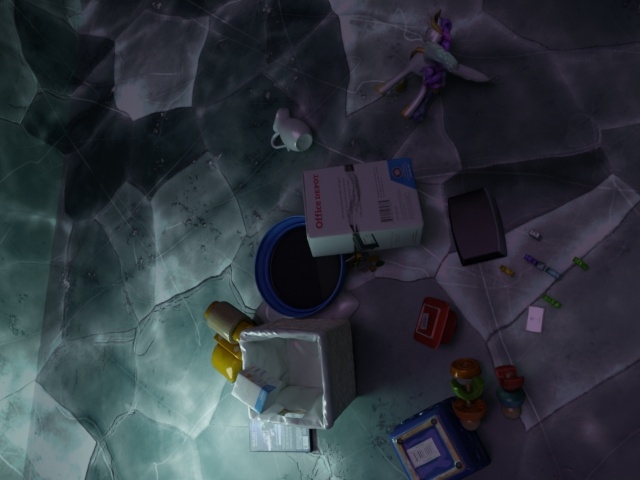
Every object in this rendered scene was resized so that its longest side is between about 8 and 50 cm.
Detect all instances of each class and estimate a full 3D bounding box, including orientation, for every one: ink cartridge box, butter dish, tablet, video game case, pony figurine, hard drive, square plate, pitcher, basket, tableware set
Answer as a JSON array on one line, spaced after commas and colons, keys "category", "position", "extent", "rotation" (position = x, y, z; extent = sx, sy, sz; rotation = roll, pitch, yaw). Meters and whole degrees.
[{"category": "ink cartridge box", "position": [0.144, -0.117, 1.816], "extent": [0.394, 0.166, 0.286], "rotation": [-6, 62, 2]}, {"category": "butter dish", "position": [0.409, 0.285, 1.724], "extent": [0.160, 0.118, 0.160], "rotation": [9, 82, 69]}, {"category": "ink cartridge box", "position": [-0.217, 0.482, 1.678], "extent": [0.143, 0.092, 0.090], "rotation": [28, 109, 21]}, {"category": "tablet", "position": [0.691, 0.254, 1.640], "extent": [0.054, 0.006, 0.084], "rotation": [7, 81, 29]}, {"category": "video game case", "position": [-0.158, 0.713, 1.968], "extent": [0.274, 0.026, 0.196], "rotation": [-11, 74, 26]}, {"category": "pony figurine", "position": [0.409, -0.624, 1.864], "extent": [0.364, 0.302, 0.351], "rotation": [-54, 51, 24]}, {"category": "hard drive", "position": [0.537, -0.052, 1.763], "extent": [0.171, 0.054, 0.255], "rotation": [-15, 72, 24]}, {"category": "square plate", "position": [-0.071, 0.267, 2.010], "extent": [0.347, 0.049, 0.344], "rotation": [41, 99, 28]}, {"category": "pitcher", "position": [-0.132, -0.445, 2.175], "extent": [0.207, 0.125, 0.178], "rotation": [48, 122, 38]}, {"category": "basket", "position": [-0.070, 0.446, 1.801], "extent": [0.328, 0.266, 0.332], "rotation": [-4, 95, 27]}, {"category": "tableware set", "position": [0.168, 0.083, 1.869], "extent": [0.104, 0.154, 0.024], "rotation": [-33, 54, 20]}]

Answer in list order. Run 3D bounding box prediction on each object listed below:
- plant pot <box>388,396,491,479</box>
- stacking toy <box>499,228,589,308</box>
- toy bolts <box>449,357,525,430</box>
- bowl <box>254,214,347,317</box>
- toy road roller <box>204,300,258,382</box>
[{"category": "plant pot", "position": [0.363, 0.654, 1.603], "extent": [0.235, 0.212, 0.236], "rotation": [-35, 66, 16]}, {"category": "stacking toy", "position": [0.719, 0.087, 1.643], "extent": [0.221, 0.052, 0.167], "rotation": [38, 99, 27]}, {"category": "toy bolts", "position": [0.525, 0.487, 1.613], "extent": [0.228, 0.218, 0.159], "rotation": [-7, 102, 6]}, {"category": "bowl", "position": [-0.077, 0.100, 1.964], "extent": [0.390, 0.077, 0.392], "rotation": [-4, 81, 27]}, {"category": "toy road roller", "position": [-0.330, 0.404, 1.954], "extent": [0.202, 0.329, 0.241], "rotation": [26, 75, 35]}]
